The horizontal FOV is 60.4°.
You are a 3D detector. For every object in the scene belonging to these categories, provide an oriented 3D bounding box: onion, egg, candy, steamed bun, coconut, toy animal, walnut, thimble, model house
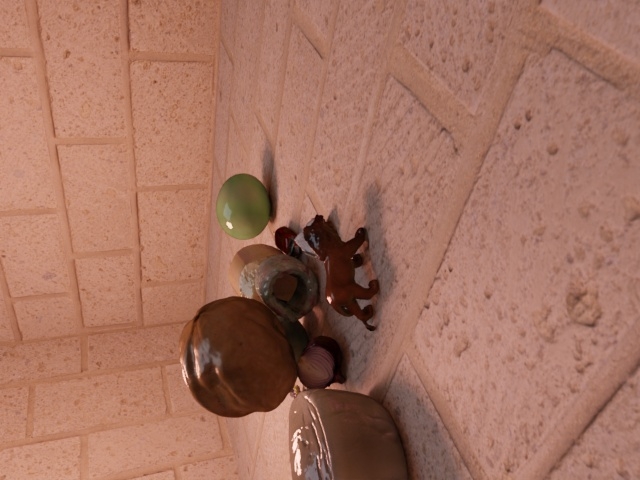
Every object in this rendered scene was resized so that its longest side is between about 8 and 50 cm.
[{"bbox_3d":[0.012,0.356,1.628,0.098,0.151,0.206,-65,0,-51],"label":"onion"},{"bbox_3d":[-0.309,-0.136,2.211,0.220,0.220,0.270,143,130,-67],"label":"egg"},{"bbox_3d":[-0.117,0.003,1.951,0.292,0.059,0.086,-151,55,-67],"label":"candy"},{"bbox_3d":[0.068,0.524,1.302,0.236,0.247,0.384,-58,34,42],"label":"steamed bun"},{"bbox_3d":[-0.202,0.135,1.967,0.244,0.239,0.239,-146,54,-60],"label":"coconut"},{"bbox_3d":[0.047,0.075,1.380,0.097,0.157,0.312,125,138,-62],"label":"toy animal"},{"bbox_3d":[-0.251,0.353,1.665,0.381,0.381,0.381,175,90,-70],"label":"walnut"},{"bbox_3d":[-0.123,0.369,1.887,0.169,0.169,0.237,-150,57,-66],"label":"egg"},{"bbox_3d":[-0.110,0.157,1.786,0.149,0.185,0.211,-149,48,-67],"label":"thimble"},{"bbox_3d":[0.000,0.000,1.618,0.100,0.087,0.101,47,110,25],"label":"model house"}]

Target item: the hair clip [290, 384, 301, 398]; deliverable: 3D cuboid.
[{"bbox_3d":[-0.055,0.575,1.938,0.172,0.049,0.116,37,142,54],"label":"hair clip"}]
